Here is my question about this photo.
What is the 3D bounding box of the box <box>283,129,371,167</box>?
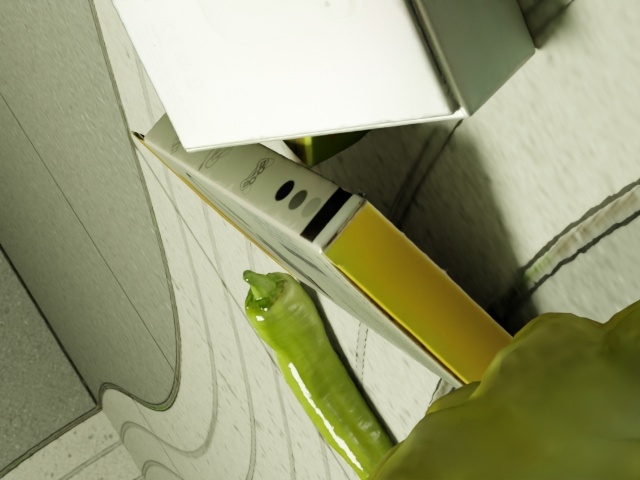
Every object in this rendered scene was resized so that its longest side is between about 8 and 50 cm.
[{"bbox_3d":[-0.081,-0.189,0.717,0.311,0.043,0.173,51,164,27],"label":"box"}]

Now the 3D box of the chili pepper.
[{"bbox_3d":[0.012,0.099,1.007,0.049,0.043,0.208,-22,104,50],"label":"chili pepper"}]

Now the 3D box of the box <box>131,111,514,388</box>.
[{"bbox_3d":[0.000,0.000,0.764,0.129,0.033,0.247,42,175,-29],"label":"box"}]

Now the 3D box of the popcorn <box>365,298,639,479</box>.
[{"bbox_3d":[0.069,0.154,0.482,0.235,0.250,0.241,32,152,46],"label":"popcorn"}]

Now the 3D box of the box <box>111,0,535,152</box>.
[{"bbox_3d":[-0.014,-0.099,0.546,0.129,0.051,0.130,-4,120,41],"label":"box"}]
